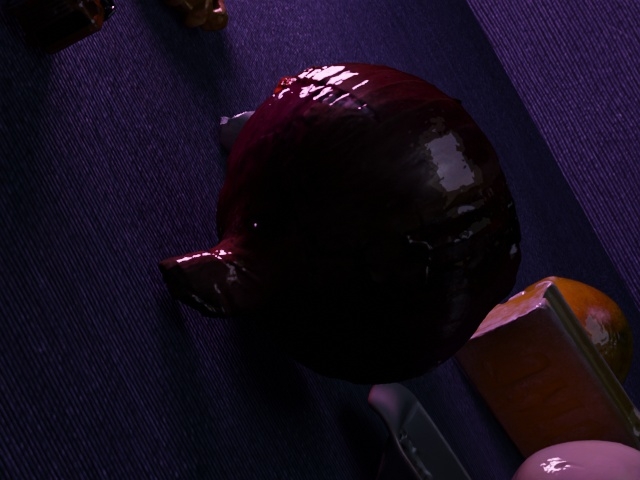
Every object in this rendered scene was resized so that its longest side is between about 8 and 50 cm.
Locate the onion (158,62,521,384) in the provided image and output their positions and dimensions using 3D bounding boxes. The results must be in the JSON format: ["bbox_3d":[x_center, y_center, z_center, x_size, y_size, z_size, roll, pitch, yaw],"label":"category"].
[{"bbox_3d":[0.000,0.000,1.780,0.385,0.348,0.348,-20,78,-33],"label":"onion"}]

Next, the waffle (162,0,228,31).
[{"bbox_3d":[-0.174,-0.372,2.204,0.249,0.056,0.253,62,17,6],"label":"waffle"}]

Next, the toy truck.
[{"bbox_3d":[-0.261,-0.265,1.755,0.092,0.083,0.192,56,17,-31],"label":"toy truck"}]

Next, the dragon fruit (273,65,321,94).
[{"bbox_3d":[-0.002,-0.200,2.326,0.083,0.106,0.162,60,20,2],"label":"dragon fruit"}]

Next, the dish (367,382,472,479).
[{"bbox_3d":[0.110,0.271,1.961,0.234,0.064,0.154,58,18,-10],"label":"dish"}]

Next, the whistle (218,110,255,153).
[{"bbox_3d":[0.026,-0.086,2.072,0.312,0.062,0.062,20,26,-6],"label":"whistle"}]

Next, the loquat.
[{"bbox_3d":[0.374,0.174,2.609,0.213,0.213,0.246,44,14,-42],"label":"loquat"}]

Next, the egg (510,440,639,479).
[{"bbox_3d":[0.318,0.340,2.239,0.161,0.206,0.271,26,12,-3],"label":"egg"}]

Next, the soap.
[{"bbox_3d":[0.322,0.210,2.462,0.274,0.173,0.089,54,27,-15],"label":"soap"}]
